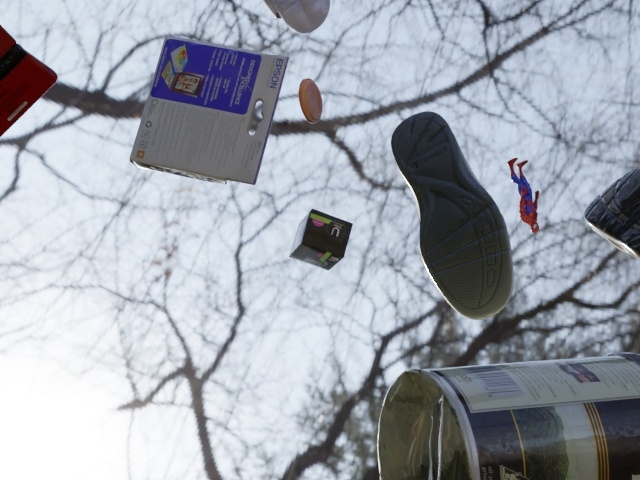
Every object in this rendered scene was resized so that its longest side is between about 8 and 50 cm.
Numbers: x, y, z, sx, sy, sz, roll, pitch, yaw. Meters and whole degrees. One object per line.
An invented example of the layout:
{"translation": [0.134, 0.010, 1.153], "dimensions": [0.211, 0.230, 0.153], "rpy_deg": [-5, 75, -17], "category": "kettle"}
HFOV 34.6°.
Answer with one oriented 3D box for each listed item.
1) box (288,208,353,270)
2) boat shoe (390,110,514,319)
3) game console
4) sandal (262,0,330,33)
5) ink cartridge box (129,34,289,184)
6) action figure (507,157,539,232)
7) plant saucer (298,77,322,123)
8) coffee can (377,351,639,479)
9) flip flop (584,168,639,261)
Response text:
{"translation": [0.000, 0.000, 1.373], "dimensions": [0.062, 0.052, 0.083], "rpy_deg": [19, -17, -8], "category": "box"}
{"translation": [0.185, -0.030, 1.396], "dimensions": [0.118, 0.320, 0.103], "rpy_deg": [-28, -33, 12], "category": "boat shoe"}
{"translation": [-0.441, -0.212, 1.339], "dimensions": [0.085, 0.144, 0.124], "rpy_deg": [50, 6, 27], "category": "game console"}
{"translation": [-0.077, -0.446, 1.670], "dimensions": [0.265, 0.102, 0.076], "rpy_deg": [60, -26, 6], "category": "sandal"}
{"translation": [-0.163, -0.192, 1.547], "dimensions": [0.208, 0.206, 0.045], "rpy_deg": [13, -9, 16], "category": "ink cartridge box"}
{"translation": [0.299, -0.065, 1.490], "dimensions": [0.038, 0.115, 0.030], "rpy_deg": [11, -27, -43], "category": "action figure"}
{"translation": [-0.016, -0.257, 1.888], "dimensions": [0.013, 0.083, 0.083], "rpy_deg": [-9, -45, 26], "category": "plant saucer"}
{"translation": [0.227, 0.228, 1.099], "dimensions": [0.275, 0.201, 0.201], "rpy_deg": [-1, -30, -22], "category": "coffee can"}
{"translation": [0.461, -0.019, 1.448], "dimensions": [0.112, 0.277, 0.080], "rpy_deg": [-41, -67, 7], "category": "flip flop"}
